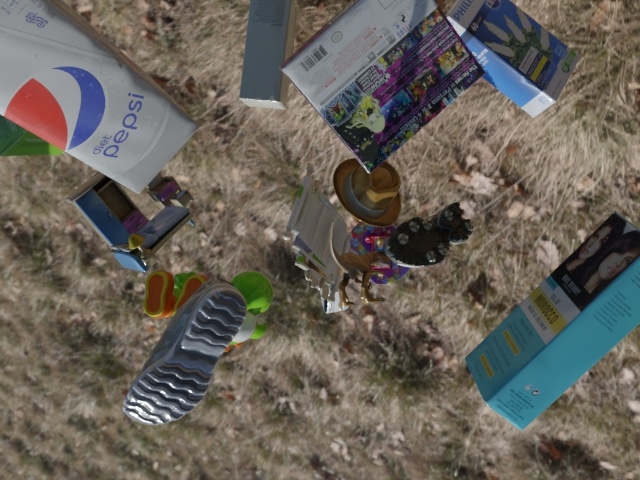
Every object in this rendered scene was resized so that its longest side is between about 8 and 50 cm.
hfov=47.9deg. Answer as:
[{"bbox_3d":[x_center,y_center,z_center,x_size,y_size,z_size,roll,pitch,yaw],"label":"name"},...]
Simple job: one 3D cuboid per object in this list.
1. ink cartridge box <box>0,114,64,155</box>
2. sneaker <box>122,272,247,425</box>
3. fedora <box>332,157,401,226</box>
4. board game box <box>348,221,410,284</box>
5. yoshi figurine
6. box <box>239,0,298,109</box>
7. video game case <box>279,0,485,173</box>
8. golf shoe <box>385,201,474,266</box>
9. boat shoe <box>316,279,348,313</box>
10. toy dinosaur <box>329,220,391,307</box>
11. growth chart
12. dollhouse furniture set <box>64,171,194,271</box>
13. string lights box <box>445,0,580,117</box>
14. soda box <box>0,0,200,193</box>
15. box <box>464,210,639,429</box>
[{"bbox_3d":[-0.449,-0.250,1.236,0.097,0.255,0.188,-28,81,33],"label":"ink cartridge box"},{"bbox_3d":[-0.213,0.177,1.159,0.105,0.115,0.281,36,100,-23],"label":"sneaker"},{"bbox_3d":[0.120,-0.122,1.594,0.194,0.194,0.079,39,135,-4],"label":"fedora"},{"bbox_3d":[0.140,0.023,1.728,0.133,0.033,0.168,-46,79,5],"label":"board game box"},{"bbox_3d":[-0.225,0.127,1.652,0.203,0.362,0.203,-36,63,12],"label":"yoshi figurine"},{"bbox_3d":[-0.131,-0.481,1.841,0.113,0.094,0.275,8,90,8],"label":"box"},{"bbox_3d":[0.093,-0.250,1.057,0.232,0.042,0.210,-41,113,5],"label":"video game case"},{"bbox_3d":[0.213,0.008,1.510,0.120,0.273,0.105,-33,81,43],"label":"golf shoe"},{"bbox_3d":[0.022,0.111,1.953,0.076,0.083,0.226,-23,122,-11],"label":"boat shoe"},{"bbox_3d":[0.045,0.043,1.101,0.064,0.211,0.112,-12,79,24],"label":"toy dinosaur"},{"bbox_3d":[0.000,0.000,1.328,0.021,0.172,0.237,5,149,30],"label":"growth chart"},{"bbox_3d":[-0.451,-0.097,1.833,0.303,0.286,0.198,8,139,53],"label":"dollhouse furniture set"},{"bbox_3d":[0.357,-0.373,1.389,0.260,0.133,0.077,36,155,-7],"label":"string lights box"},{"bbox_3d":[-0.219,-0.142,0.569,0.091,0.286,0.098,-47,64,2],"label":"soda box"},{"bbox_3d":[0.274,0.088,0.794,0.060,0.100,0.244,38,105,-15],"label":"box"}]
